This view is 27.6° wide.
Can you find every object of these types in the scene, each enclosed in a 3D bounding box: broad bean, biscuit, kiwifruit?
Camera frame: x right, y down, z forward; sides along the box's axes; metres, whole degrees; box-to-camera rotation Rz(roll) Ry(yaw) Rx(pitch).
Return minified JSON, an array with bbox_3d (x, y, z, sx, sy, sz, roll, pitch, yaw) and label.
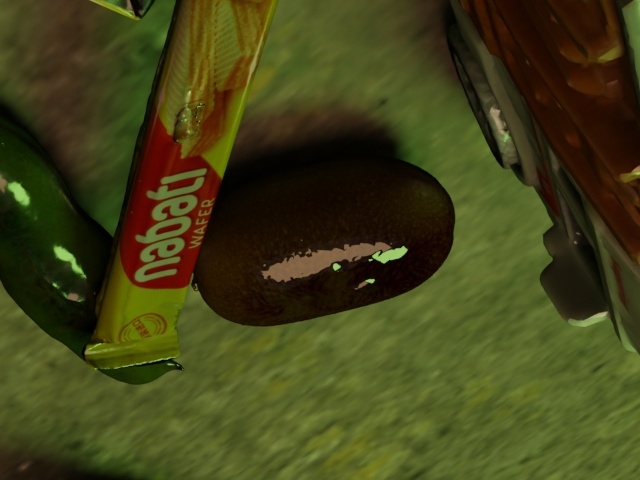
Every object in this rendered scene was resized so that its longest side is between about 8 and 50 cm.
[{"bbox_3d":[-0.137,-0.018,0.559,0.060,0.043,0.297,-19,134,17],"label":"broad bean"},{"bbox_3d":[-0.049,-0.044,0.498,0.048,0.026,0.292,-11,144,-28],"label":"biscuit"},{"bbox_3d":[0.000,0.000,0.596,0.124,0.075,0.075,-17,134,-5],"label":"kiwifruit"}]

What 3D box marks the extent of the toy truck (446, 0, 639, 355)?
[{"bbox_3d":[0.120,-0.103,0.411,0.173,0.207,0.387,-24,145,5],"label":"toy truck"}]

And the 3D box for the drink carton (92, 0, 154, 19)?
[{"bbox_3d":[-0.125,-0.137,0.432,0.166,0.071,0.056,21,126,-31],"label":"drink carton"}]
